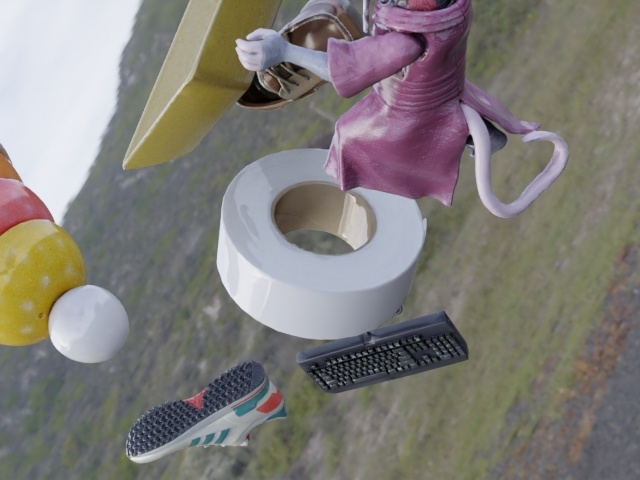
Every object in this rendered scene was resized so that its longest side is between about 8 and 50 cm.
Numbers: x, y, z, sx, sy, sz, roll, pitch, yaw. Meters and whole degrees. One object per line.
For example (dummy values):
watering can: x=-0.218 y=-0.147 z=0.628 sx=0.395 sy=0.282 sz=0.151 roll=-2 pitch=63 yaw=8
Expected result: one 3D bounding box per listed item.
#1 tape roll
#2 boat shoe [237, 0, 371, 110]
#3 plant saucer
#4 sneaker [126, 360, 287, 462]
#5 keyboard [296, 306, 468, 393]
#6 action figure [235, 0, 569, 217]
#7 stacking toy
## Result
tape roll: x=0.000 y=0.000 z=1.524 sx=0.100 sy=0.286 sz=0.286 roll=101 pitch=-167 yaw=-44
boat shoe: x=-0.035 y=-0.258 z=1.604 sx=0.116 sy=0.123 sz=0.324 roll=-45 pitch=9 yaw=-25
plant saucer: x=-0.130 y=-0.266 z=1.419 sx=0.333 sy=0.081 sz=0.333 roll=-34 pitch=34 yaw=62
sneaker: x=-0.105 y=0.181 z=1.038 sx=0.161 sy=0.075 sz=0.057 roll=-30 pitch=34 yaw=10
keyboard: x=0.095 y=0.188 z=1.971 sx=0.317 sy=0.201 sz=0.033 roll=-20 pitch=33 yaw=28
action figure: x=0.098 y=-0.166 z=1.111 sx=0.248 sy=0.275 sz=0.370 roll=-48 pitch=-22 yaw=-19
stacking toy: x=-0.496 y=0.055 z=1.721 sx=0.350 sy=0.480 sz=0.350 roll=-41 pitch=-33 yaw=-34
